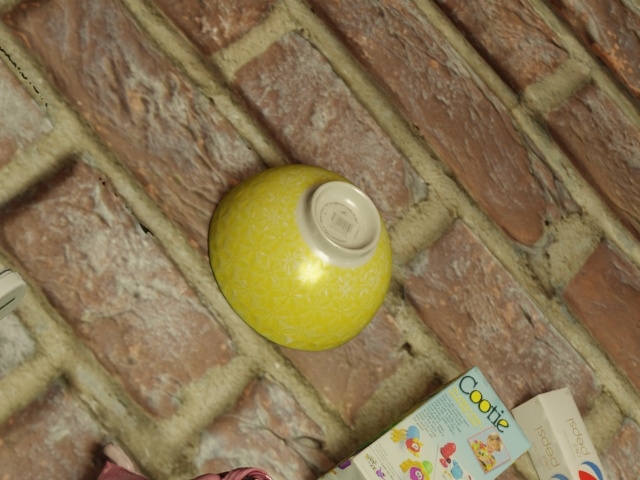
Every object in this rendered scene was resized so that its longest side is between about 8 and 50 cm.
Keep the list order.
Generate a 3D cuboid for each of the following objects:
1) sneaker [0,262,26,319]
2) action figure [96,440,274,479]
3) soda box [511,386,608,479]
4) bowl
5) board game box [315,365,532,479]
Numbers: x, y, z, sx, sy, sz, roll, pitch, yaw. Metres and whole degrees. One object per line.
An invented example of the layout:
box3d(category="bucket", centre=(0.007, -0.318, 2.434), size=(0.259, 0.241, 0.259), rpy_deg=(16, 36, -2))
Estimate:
box3d(category="sneaker", centre=(-0.481, 0.100, 1.790), size=(0.091, 0.094, 0.258), rpy_deg=(37, 43, 14))
box3d(category="action figure", centre=(-0.123, 0.343, 1.689), size=(0.248, 0.370, 0.276), rpy_deg=(39, 43, -19))
box3d(category="soda box", centre=(0.373, 0.337, 2.208), size=(0.069, 0.074, 0.216), rpy_deg=(-10, 70, -37))
box3d(category="bowl", centre=(0.000, 0.000, 2.103), size=(0.289, 0.156, 0.289), rpy_deg=(16, 57, -26))
box3d(category="board game box", centre=(0.136, 0.315, 2.021), size=(0.275, 0.142, 0.144), rpy_deg=(-30, 83, -40))
